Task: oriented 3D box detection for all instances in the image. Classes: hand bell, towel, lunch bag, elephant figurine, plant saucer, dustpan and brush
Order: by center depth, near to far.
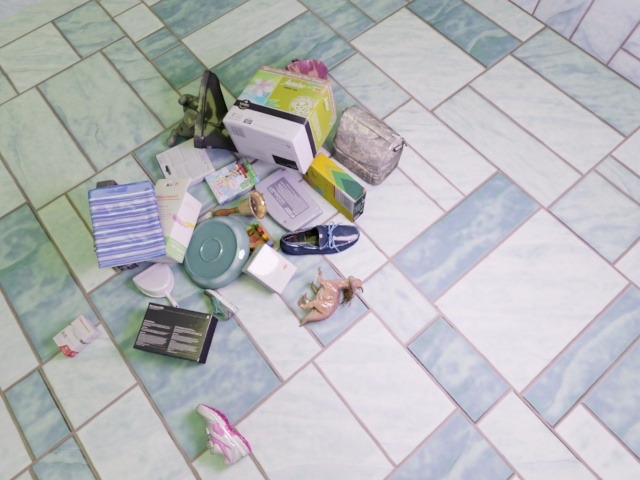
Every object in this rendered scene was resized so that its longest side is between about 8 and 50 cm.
[{"bbox_3d":[-0.740,-0.071,1.618,0.243,0.040,0.335,-12,69,-20],"label":"towel"},{"bbox_3d":[-0.650,0.198,1.741,0.147,0.060,0.211,-36,64,-26],"label":"dustpan and brush"},{"bbox_3d":[-0.443,0.043,1.746,0.318,0.044,0.317,-5,75,19],"label":"plant saucer"},{"bbox_3d":[-0.369,-0.130,1.827,0.242,0.126,0.126,-11,65,23],"label":"hand bell"},{"bbox_3d":[0.214,-0.425,1.856,0.305,0.256,0.212,41,74,16],"label":"lunch bag"},{"bbox_3d":[-0.609,-0.557,2.016,0.169,0.186,0.239,14,74,-39],"label":"elephant figurine"}]

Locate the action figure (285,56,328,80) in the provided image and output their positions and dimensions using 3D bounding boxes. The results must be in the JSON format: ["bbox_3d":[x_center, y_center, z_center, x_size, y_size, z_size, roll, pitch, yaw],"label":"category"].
[{"bbox_3d":[-0.059,-0.672,2.025,0.248,0.276,0.369,-9,84,4],"label":"action figure"}]

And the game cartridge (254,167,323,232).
[{"bbox_3d":[-0.152,-0.173,1.874,0.196,0.060,0.294,-34,70,-15],"label":"game cartridge"}]

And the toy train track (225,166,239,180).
[{"bbox_3d":[-0.401,-0.303,1.914,0.048,0.014,0.083,30,72,14],"label":"toy train track"}]

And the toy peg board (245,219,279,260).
[{"bbox_3d":[-0.286,0.006,1.789,0.161,0.079,0.160,-35,70,-11],"label":"toy peg board"}]

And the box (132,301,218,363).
[{"bbox_3d":[-0.555,0.358,1.639,0.261,0.103,0.184,10,71,7],"label":"box"}]

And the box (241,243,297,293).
[{"bbox_3d":[-0.205,0.115,1.693,0.170,0.091,0.130,40,70,-19],"label":"box"}]

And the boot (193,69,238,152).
[{"bbox_3d":[-0.324,-0.559,1.924,0.446,0.146,0.366,6,84,-9],"label":"boot"}]

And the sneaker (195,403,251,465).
[{"bbox_3d":[-0.365,0.688,1.493,0.252,0.103,0.111,41,73,17],"label":"sneaker"}]

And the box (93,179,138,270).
[{"bbox_3d":[-0.837,-0.058,1.748,0.077,0.242,0.307,-9,68,-2],"label":"box"}]

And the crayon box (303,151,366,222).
[{"bbox_3d":[0.053,-0.240,1.813,0.081,0.202,0.318,-43,73,-15],"label":"crayon box"}]

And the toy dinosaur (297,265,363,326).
[{"bbox_3d":[0.034,0.235,1.664,0.200,0.127,0.295,31,77,7],"label":"toy dinosaur"}]

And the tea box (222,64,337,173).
[{"bbox_3d":[-0.153,-0.496,1.722,0.329,0.220,0.323,20,68,19],"label":"tea box"}]

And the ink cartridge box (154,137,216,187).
[{"bbox_3d":[-0.627,-0.353,1.969,0.224,0.045,0.223,-26,68,-8],"label":"ink cartridge box"}]

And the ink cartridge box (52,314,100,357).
[{"bbox_3d":[-0.960,0.377,1.669,0.135,0.056,0.099,-42,72,-14],"label":"ink cartridge box"}]

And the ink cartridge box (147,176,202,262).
[{"bbox_3d":[-0.638,-0.088,1.785,0.207,0.119,0.353,0,64,25],"label":"ink cartridge box"}]

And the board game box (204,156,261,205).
[{"bbox_3d":[-0.398,-0.271,1.931,0.212,0.039,0.160,-30,70,-9],"label":"board game box"}]

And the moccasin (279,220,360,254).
[{"bbox_3d":[0.000,0.000,1.760,0.342,0.117,0.137,-14,68,-4],"label":"moccasin"}]

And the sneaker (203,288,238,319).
[{"bbox_3d":[-0.413,0.259,1.699,0.167,0.065,0.076,32,76,16],"label":"sneaker"}]
